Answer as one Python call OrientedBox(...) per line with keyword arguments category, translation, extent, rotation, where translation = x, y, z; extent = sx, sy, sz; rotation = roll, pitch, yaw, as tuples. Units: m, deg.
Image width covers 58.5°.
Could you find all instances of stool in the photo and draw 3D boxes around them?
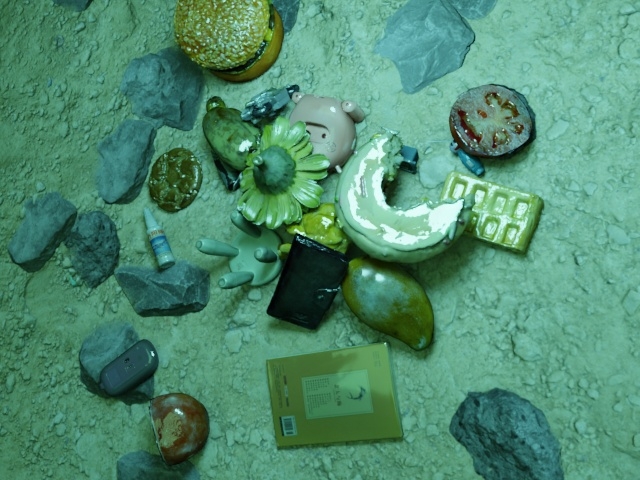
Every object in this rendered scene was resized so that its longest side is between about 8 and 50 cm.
OrientedBox(category="stool", translation=(-0.236, 0.035, 1.733), extent=(0.195, 0.199, 0.195), rotation=(-39, 69, 13))

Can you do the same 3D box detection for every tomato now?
OrientedBox(category="tomato", translation=(-0.422, 0.565, 1.756), extent=(0.155, 0.181, 0.213), rotation=(-19, 83, -1))
OrientedBox(category="tomato", translation=(0.460, -0.315, 1.565), extent=(0.225, 0.085, 0.224), rotation=(0, 69, 0))

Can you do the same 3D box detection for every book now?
OrientedBox(category="book", translation=(0.032, 0.450, 1.657), extent=(0.389, 0.032, 0.268), rotation=(-10, 80, 19))

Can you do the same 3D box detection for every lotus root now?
OrientedBox(category="lotus root", translation=(-0.273, -0.335, 1.817), extent=(0.173, 0.173, 0.309), rotation=(-45, 64, 9))

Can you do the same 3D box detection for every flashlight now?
OrientedBox(category="flashlight", translation=(0.415, -0.237, 1.608), extent=(0.051, 0.051, 0.129), rotation=(-41, 76, 11))

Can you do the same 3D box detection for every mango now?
OrientedBox(category="mango", translation=(0.191, 0.170, 1.580), extent=(0.316, 0.146, 0.192), rotation=(45, 107, 13))

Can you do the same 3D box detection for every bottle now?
OrientedBox(category="bottle", translation=(-0.555, -0.011, 1.935), extent=(0.060, 0.060, 0.217), rotation=(-32, 72, 14))

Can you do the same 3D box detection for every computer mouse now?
OrientedBox(category="computer mouse", translation=(-0.632, 0.424, 1.900), extent=(0.232, 0.057, 0.120), rotation=(-38, 71, 9))

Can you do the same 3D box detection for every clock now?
OrientedBox(category="clock", translation=(-0.007, -0.314, 1.731), extent=(0.227, 0.142, 0.241), rotation=(16, 92, 22))

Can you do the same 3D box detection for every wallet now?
OrientedBox(category="wallet", translation=(-0.039, 0.131, 1.615), extent=(0.173, 0.045, 0.317), rotation=(23, 128, -1))

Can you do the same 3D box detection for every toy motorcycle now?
OrientedBox(category="toy motorcycle", translation=(-0.170, -0.435, 1.803), extent=(0.152, 0.225, 0.073), rotation=(-3, 121, 38))

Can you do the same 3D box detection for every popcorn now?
OrientedBox(category="popcorn", translation=(-0.003, 0.003, 1.660), extent=(0.254, 0.191, 0.190), rotation=(-22, 112, 22))

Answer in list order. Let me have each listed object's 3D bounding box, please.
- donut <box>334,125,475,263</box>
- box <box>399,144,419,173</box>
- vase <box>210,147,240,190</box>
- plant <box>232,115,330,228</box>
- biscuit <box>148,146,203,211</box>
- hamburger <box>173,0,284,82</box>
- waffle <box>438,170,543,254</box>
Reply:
OrientedBox(category="donut", translation=(0.205, -0.093, 1.535), extent=(0.307, 0.150, 0.371), rotation=(-46, 70, 3))
OrientedBox(category="box", translation=(0.239, -0.244, 1.663), extent=(0.099, 0.074, 0.054), rotation=(22, 80, 22))
OrientedBox(category="vase", translation=(-0.323, -0.264, 1.883), extent=(0.060, 0.060, 0.211), rotation=(-32, 72, 14))
OrientedBox(category="plant", translation=(-0.153, -0.183, 1.604), extent=(0.261, 0.297, 0.305), rotation=(-19, 87, 40))
OrientedBox(category="biscuit", translation=(-0.499, -0.210, 1.953), extent=(0.226, 0.042, 0.225), rotation=(-3, 82, 21))
OrientedBox(category="hamburger", translation=(-0.295, -0.688, 1.833), extent=(0.330, 0.250, 0.329), rotation=(-3, 82, 21))
OrientedBox(category="waffle", translation=(0.450, -0.080, 1.562), extent=(0.274, 0.057, 0.167), rotation=(20, 89, 23))
